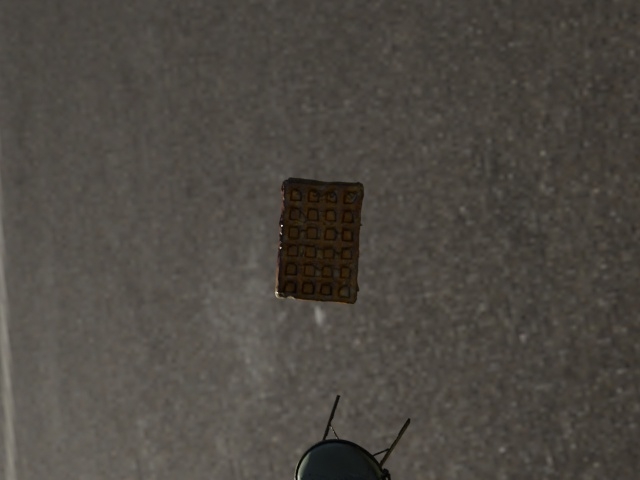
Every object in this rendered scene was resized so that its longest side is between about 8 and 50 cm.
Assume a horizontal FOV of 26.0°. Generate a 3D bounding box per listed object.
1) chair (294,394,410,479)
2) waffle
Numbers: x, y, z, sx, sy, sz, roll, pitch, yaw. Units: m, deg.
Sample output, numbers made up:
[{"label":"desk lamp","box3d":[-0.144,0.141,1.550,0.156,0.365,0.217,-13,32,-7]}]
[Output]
[{"label":"chair","box3d":[0.043,0.372,2.112,0.326,0.170,0.160,-52,-20,-67]},{"label":"waffle","box3d":[0.000,0.000,1.675,0.042,0.102,0.148,-144,57,-87]}]
